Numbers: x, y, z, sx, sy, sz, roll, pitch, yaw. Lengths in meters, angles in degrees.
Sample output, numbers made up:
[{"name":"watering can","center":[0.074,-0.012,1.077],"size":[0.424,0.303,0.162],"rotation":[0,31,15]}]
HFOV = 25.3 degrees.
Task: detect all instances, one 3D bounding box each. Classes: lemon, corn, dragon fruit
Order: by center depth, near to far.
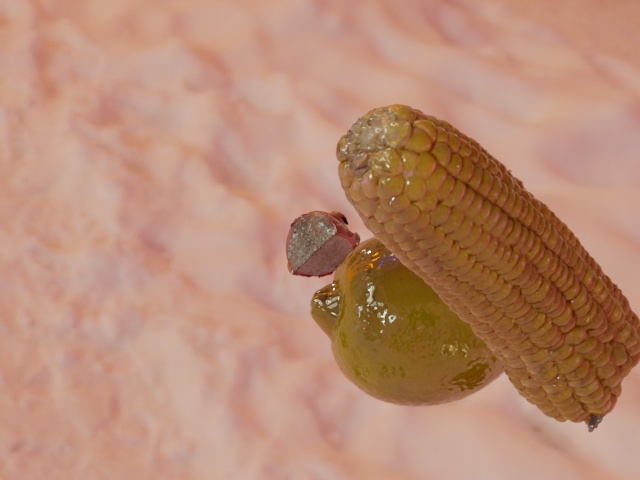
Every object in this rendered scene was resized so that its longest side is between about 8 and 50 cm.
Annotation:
[{"name":"corn","center":[0.110,0.016,0.900],"size":[0.292,0.101,0.101],"rotation":[42,13,-35]},{"name":"lemon","center":[0.113,0.078,1.462],"size":[0.249,0.184,0.184],"rotation":[-2,31,-2]},{"name":"dragon fruit","center":[0.000,0.000,1.611],"size":[0.056,0.083,0.060],"rotation":[13,38,-45]}]
